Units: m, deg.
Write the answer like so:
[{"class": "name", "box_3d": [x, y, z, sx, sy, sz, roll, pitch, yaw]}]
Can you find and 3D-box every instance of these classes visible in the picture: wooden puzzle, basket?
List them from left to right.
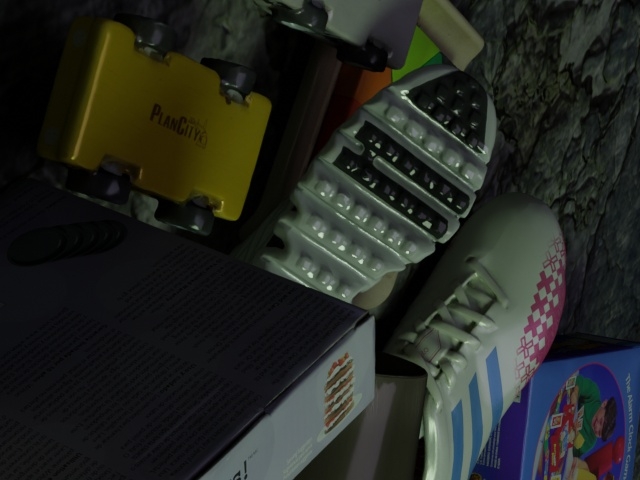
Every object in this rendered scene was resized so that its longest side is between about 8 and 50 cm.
[{"class": "basket", "box_3d": [-0.006, 0.191, 1.269, 0.204, 0.154, 0.227, 2, 101, -67]}, {"class": "wooden puzzle", "box_3d": [0.043, -0.078, 1.296, 0.221, 0.044, 0.238, 33, 78, -60]}]

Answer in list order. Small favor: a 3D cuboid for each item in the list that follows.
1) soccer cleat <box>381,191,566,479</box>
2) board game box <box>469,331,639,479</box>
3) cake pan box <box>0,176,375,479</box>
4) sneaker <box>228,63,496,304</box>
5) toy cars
[{"class": "soccer cleat", "box_3d": [0.104, 0.102, 1.427, 0.143, 0.116, 0.331, 37, 74, -59]}, {"class": "board game box", "box_3d": [0.199, 0.267, 1.606, 0.233, 0.078, 0.347, -1, 98, -55]}, {"class": "cake pan box", "box_3d": [-0.142, 0.085, 0.879, 0.267, 0.246, 0.070, -42, 139, -42]}, {"class": "sneaker", "box_3d": [0.000, 0.000, 1.158, 0.110, 0.118, 0.292, 41, 85, -20]}, {"class": "toy cars", "box_3d": [-0.056, -0.124, 1.071, 0.394, 0.087, 0.176, -45, 140, -44]}]
